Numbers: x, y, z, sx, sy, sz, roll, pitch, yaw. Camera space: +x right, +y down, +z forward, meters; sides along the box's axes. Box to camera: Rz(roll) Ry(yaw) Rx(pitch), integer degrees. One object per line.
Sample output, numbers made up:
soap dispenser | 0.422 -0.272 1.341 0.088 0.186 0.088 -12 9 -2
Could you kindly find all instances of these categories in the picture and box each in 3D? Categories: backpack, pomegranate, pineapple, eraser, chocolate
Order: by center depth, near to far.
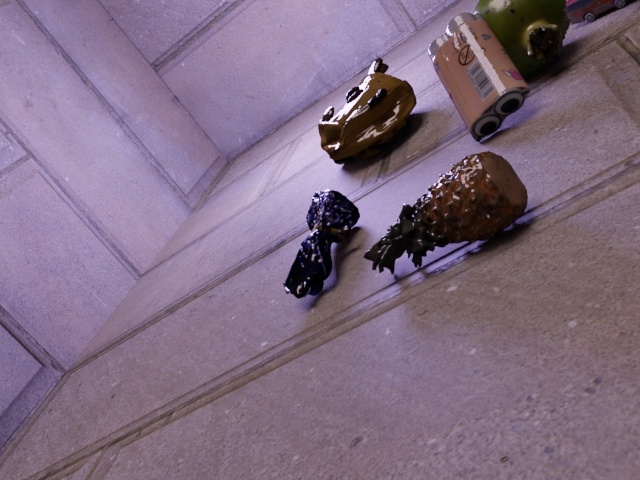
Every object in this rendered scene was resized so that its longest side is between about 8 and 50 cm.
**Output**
pineapple | 0.211 -0.037 1.235 0.310 0.141 0.170 -35 20 38
chocolate | 0.000 0.004 1.560 0.148 0.126 0.343 -18 25 25
eraser | 0.363 -0.395 1.642 0.171 0.087 0.290 -45 47 33
pomegranate | 0.502 -0.524 1.729 0.260 0.260 0.340 -35 20 11
backpack | 0.148 -0.392 2.172 0.353 0.201 0.378 -46 15 -11

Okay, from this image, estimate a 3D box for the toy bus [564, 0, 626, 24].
toy bus | 0.727 -0.624 1.791 0.192 0.077 0.065 -18 28 51
